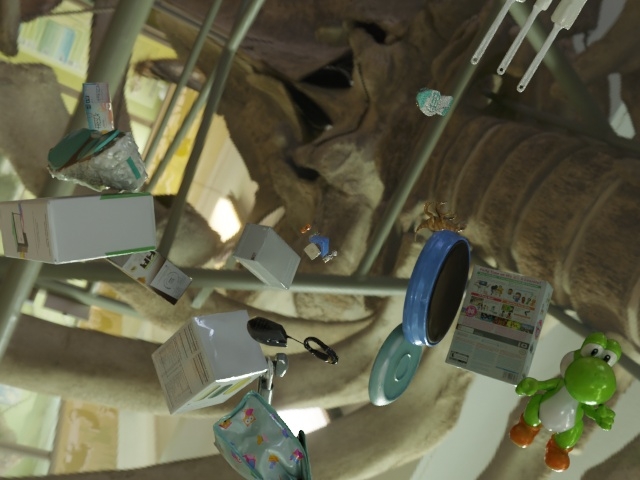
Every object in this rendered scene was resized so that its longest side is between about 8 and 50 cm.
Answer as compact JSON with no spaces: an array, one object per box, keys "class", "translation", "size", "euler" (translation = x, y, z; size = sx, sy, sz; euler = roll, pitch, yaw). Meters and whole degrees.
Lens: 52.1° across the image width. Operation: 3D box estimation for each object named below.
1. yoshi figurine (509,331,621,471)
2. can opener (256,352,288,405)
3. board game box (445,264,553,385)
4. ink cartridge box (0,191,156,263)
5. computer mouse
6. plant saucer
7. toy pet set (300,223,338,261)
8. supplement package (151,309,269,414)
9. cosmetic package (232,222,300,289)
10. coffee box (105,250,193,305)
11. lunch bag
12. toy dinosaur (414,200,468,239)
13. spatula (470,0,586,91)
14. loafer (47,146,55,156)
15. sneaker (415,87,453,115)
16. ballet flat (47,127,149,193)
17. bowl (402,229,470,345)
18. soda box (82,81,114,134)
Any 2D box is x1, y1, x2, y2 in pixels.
[{"class":"yoshi figurine","translation":[0.597,0.390,1.579],"size":[0.203,0.203,0.363],"euler":[-113,-143,-56]},{"class":"can opener","translation":[-0.163,0.468,2.141],"size":[0.280,0.093,0.074],"euler":[107,-23,-47]},{"class":"board game box","translation":[0.514,0.244,1.884],"size":[0.223,0.097,0.304],"euler":[14,-99,34]},{"class":"ink cartridge box","translation":[-0.480,-0.030,1.282],"size":[0.278,0.201,0.117],"euler":[3,-81,47]},{"class":"computer mouse","translation":[-0.068,0.222,1.412],"size":[0.241,0.071,0.041],"euler":[14,-137,33]},{"class":"plant saucer","translation":[0.272,0.432,2.274],"size":[0.043,0.317,0.318],"euler":[20,-92,33]},{"class":"toy pet set","translation":[0.000,0.000,1.830],"size":[0.065,0.122,0.114],"euler":[-39,178,27]},{"class":"supplement package","translation":[-0.328,0.357,1.929],"size":[0.262,0.199,0.198],"euler":[-41,-116,37]},{"class":"cosmetic package","translation":[-0.168,0.053,2.101],"size":[0.107,0.238,0.127],"euler":[9,-114,32]},{"class":"coffee box","translation":[-0.507,0.076,1.909],"size":[0.141,0.246,0.098],"euler":[24,-106,38]},{"class":"lunch bag","translation":[-0.119,0.502,1.541],"size":[0.160,0.262,0.223],"euler":[-43,166,-23]},{"class":"toy dinosaur","translation":[0.326,-0.055,1.899],"size":[0.211,0.064,0.113],"euler":[-2,-88,53]},{"class":"spatula","translation":[0.444,-0.465,1.426],"size":[0.242,0.168,0.019],"euler":[-61,171,19]},{"class":"loafer","translation":[-0.590,-0.209,1.707],"size":[0.078,0.223,0.076],"euler":[-117,-141,-58]},{"class":"sneaker","translation":[0.261,-0.346,1.611],"size":[0.076,0.166,0.065],"euler":[31,-73,25]},{"class":"ballet flat","translation":[-0.484,-0.159,1.420],"size":[0.408,0.146,0.147],"euler":[14,-98,55]},{"class":"bowl","translation":[0.384,0.158,2.117],"size":[0.077,0.391,0.392],"euler":[17,-96,28]},{"class":"soda box","translation":[-0.549,-0.321,1.626],"size":[0.183,0.062,0.058],"euler":[127,-46,-67]}]
